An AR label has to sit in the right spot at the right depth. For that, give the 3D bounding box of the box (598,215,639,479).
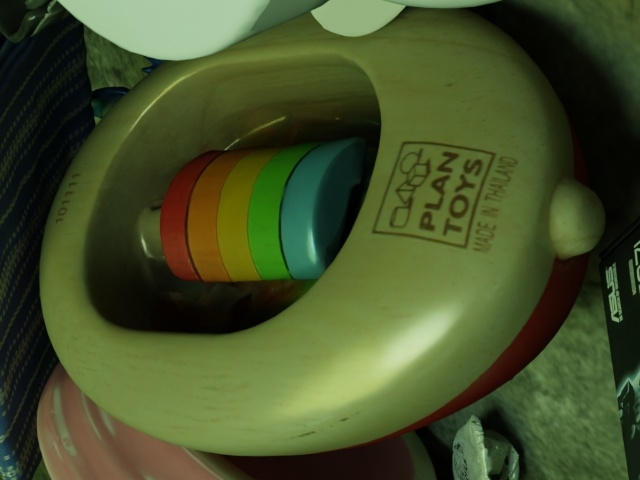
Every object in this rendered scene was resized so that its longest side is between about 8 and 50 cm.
[{"bbox_3d":[0.218,0.058,0.801,0.147,0.077,0.180,126,146,-58],"label":"box"}]

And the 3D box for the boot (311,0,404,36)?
[{"bbox_3d":[0.068,-0.197,0.888,0.190,0.086,0.069,-30,123,31],"label":"boot"}]

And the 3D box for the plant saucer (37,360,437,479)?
[{"bbox_3d":[-0.041,0.157,1.154,0.332,0.332,0.084,42,115,25],"label":"plant saucer"}]

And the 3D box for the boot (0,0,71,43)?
[{"bbox_3d":[-0.079,-0.222,0.925,0.118,0.222,0.338,56,149,6],"label":"boot"}]

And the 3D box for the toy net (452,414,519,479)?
[{"bbox_3d":[0.123,0.209,1.195,0.122,0.045,0.232,-112,18,-50],"label":"toy net"}]

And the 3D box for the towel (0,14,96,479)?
[{"bbox_3d":[-0.201,-0.010,1.139,0.040,0.243,0.336,6,129,10],"label":"towel"}]

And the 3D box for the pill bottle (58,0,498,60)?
[{"bbox_3d":[0.081,-0.217,0.521,0.229,0.407,0.229,36,143,34],"label":"pill bottle"}]

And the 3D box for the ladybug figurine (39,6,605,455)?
[{"bbox_3d":[0.000,0.000,0.990,0.449,0.305,0.162,4,159,48],"label":"ladybug figurine"}]

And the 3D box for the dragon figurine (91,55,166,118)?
[{"bbox_3d":[-0.136,-0.093,1.252,0.289,0.085,0.144,-9,109,57],"label":"dragon figurine"}]
